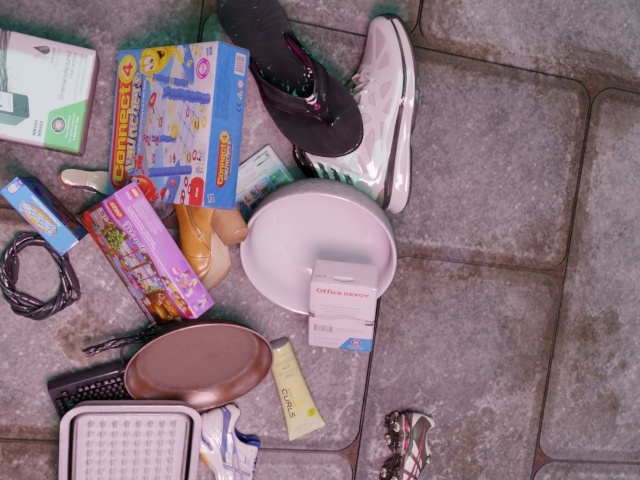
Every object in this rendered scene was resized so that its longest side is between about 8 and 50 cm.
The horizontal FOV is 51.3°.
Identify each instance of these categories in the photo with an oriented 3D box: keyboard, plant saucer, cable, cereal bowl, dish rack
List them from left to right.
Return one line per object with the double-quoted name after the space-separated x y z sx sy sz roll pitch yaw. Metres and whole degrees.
-0.600 0.072 1.404 0.151 0.047 0.184 -23 103 -7 "cable"
-0.420 0.283 1.437 0.317 0.033 0.201 -15 121 -14 "keyboard"
-0.408 0.475 1.434 0.286 0.072 0.332 4 112 -14 "dish rack"
-0.254 0.258 1.409 0.311 0.050 0.310 -10 137 -9 "plant saucer"
0.000 0.000 1.457 0.339 0.141 0.339 3 128 4 "cereal bowl"

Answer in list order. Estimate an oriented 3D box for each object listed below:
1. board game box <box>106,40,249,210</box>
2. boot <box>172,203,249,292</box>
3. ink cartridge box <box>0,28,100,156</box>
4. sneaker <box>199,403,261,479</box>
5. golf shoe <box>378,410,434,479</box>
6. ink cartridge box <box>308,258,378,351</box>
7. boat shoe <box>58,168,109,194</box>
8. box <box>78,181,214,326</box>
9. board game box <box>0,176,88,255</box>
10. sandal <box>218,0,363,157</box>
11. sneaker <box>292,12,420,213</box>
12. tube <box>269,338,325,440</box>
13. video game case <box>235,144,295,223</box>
-0.290 -0.225 1.327 0.086 0.302 0.308 2 95 -52 "board game box"
-0.274 -0.021 1.444 0.104 0.295 0.211 -11 59 -48 "boot"
-0.607 -0.298 1.324 0.289 0.121 0.211 9 92 -15 "ink cartridge box"
-0.182 0.514 1.513 0.131 0.112 0.296 -25 101 -12 "sneaker"
0.214 0.554 1.626 0.120 0.105 0.272 6 94 -22 "golf shoe"
0.048 0.140 1.417 0.140 0.082 0.190 6 128 5 "ink cartridge box"
-0.482 -0.123 1.412 0.137 0.043 0.049 8 81 -29 "boat shoe"
-0.363 0.038 1.377 0.057 0.201 0.293 -41 105 -39 "box"
-0.539 -0.052 1.319 0.047 0.210 0.160 -42 103 -7 "board game box"
-0.078 -0.356 1.401 0.168 0.107 0.445 -37 84 8 "sandal"
0.069 -0.278 1.478 0.258 0.169 0.447 -2 98 -16 "sneaker"
-0.064 0.347 1.558 0.070 0.062 0.240 -10 106 27 "tube"
-0.138 -0.114 1.516 0.157 0.019 0.143 -38 103 -9 "video game case"
